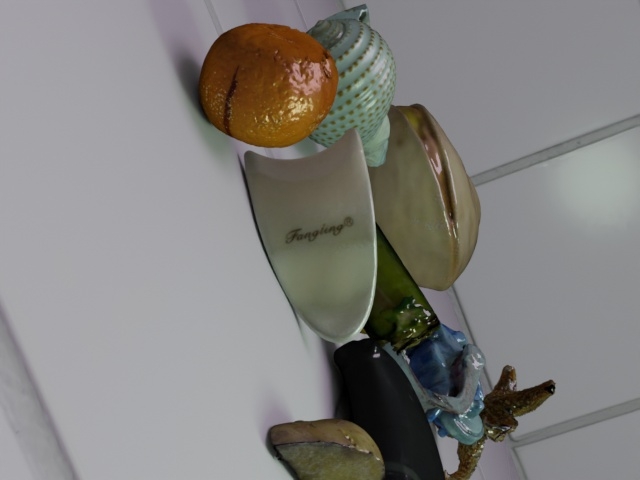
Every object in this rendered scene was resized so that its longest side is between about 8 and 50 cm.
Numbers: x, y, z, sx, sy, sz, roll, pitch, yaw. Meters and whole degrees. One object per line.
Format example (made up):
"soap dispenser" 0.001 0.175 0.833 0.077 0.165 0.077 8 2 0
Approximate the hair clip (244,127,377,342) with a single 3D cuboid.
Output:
"hair clip" 0.000 -0.002 1.382 0.113 0.173 0.282 -100 178 -75

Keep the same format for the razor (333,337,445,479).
"razor" 0.106 0.308 1.407 0.204 0.114 0.349 57 17 -36

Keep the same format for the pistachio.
"pistachio" 0.218 -0.097 2.229 0.365 0.282 0.445 176 -100 -74

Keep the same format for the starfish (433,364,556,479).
"starfish" 0.357 0.385 2.074 0.113 0.312 0.303 46 -1 -6

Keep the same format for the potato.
"potato" 0.009 0.236 1.136 0.172 0.101 0.089 56 12 -40

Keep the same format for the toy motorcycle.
"toy motorcycle" 0.237 0.248 1.943 0.319 0.182 0.241 -93 159 -53

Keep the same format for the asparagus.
"asparagus" 0.053 0.010 1.548 0.381 0.108 0.128 59 -1 22

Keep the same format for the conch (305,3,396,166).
"conch" 0.030 -0.297 1.891 0.303 0.215 0.319 -95 -174 -50

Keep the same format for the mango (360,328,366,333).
"mango" 0.059 0.067 1.658 0.195 0.098 0.137 63 16 -5

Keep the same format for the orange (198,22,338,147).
"orange" -0.073 -0.206 1.309 0.193 0.193 0.161 -82 -175 -67
